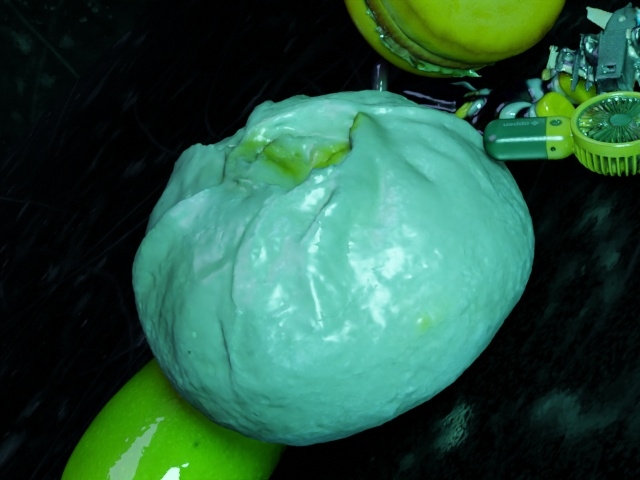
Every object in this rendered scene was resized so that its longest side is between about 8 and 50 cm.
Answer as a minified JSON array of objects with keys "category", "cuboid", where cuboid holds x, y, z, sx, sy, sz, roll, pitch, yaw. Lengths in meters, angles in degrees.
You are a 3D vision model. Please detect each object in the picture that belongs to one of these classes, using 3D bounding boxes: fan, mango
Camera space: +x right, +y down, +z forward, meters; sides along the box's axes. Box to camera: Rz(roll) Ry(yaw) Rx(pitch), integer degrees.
[{"category":"fan","cuboid":[0.211,-0.085,1.543,0.155,0.039,0.082,-1,37,12]},{"category":"mango","cuboid":[-0.120,0.181,1.727,0.192,0.156,0.343,1,49,53]}]

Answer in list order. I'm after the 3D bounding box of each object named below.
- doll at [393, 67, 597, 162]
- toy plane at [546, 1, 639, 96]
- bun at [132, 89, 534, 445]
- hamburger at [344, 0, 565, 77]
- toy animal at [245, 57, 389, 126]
[{"category":"doll","cuboid":[0.129,-0.109,1.781,0.316,0.103,0.145,-12,54,49]},{"category":"toy plane","cuboid":[0.253,-0.140,1.616,0.135,0.062,0.188,-3,42,26]},{"category":"bun","cuboid":[0.000,0.000,1.595,0.362,0.211,0.362,-20,33,14]},{"category":"hamburger","cuboid":[0.126,-0.282,1.913,0.246,0.246,0.170,-59,20,-22]},{"category":"toy animal","cuboid":[0.005,-0.056,1.938,0.090,0.195,0.324,8,22,32]}]
